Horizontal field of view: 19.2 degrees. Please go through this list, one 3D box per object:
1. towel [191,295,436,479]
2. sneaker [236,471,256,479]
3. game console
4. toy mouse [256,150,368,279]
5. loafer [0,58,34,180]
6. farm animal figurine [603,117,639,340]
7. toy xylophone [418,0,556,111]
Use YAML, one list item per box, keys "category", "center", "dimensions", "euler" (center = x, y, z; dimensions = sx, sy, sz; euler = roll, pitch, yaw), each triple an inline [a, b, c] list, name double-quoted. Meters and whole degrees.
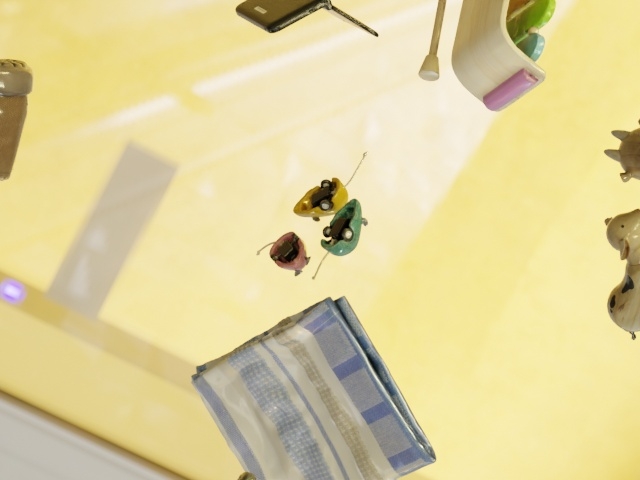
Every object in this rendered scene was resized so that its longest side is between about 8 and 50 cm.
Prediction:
- category: "towel"
  center: [-0.015, 0.187, 2.009]
  dimensions: [0.034, 0.209, 0.285]
  euler: [-30, 179, -41]
- category: "sneaker"
  center: [-0.058, 0.226, 1.555]
  dimensions: [0.031, 0.035, 0.083]
  euler: [-76, 177, -58]
- category: "game console"
  center: [-0.016, -0.230, 1.986]
  dimensions: [0.107, 0.071, 0.122]
  euler: [-30, -155, -11]
- category: "toy mouse"
  center: [0.000, 0.000, 1.963]
  dimensions: [0.161, 0.031, 0.143]
  euler: [-33, -145, 21]
- category: "loafer"
  center: [-0.443, -0.100, 1.781]
  dimensions: [0.134, 0.366, 0.130]
  euler: [-12, 100, -67]
- category: "farm animal figurine"
  center: [0.426, -0.069, 2.272]
  dimensions: [0.327, 0.172, 0.330]
  euler: [110, -4, -71]
- category: "toy xylophone"
  center: [0.230, -0.315, 2.394]
  dimensions: [0.236, 0.081, 0.323]
  euler: [-23, -134, 61]
